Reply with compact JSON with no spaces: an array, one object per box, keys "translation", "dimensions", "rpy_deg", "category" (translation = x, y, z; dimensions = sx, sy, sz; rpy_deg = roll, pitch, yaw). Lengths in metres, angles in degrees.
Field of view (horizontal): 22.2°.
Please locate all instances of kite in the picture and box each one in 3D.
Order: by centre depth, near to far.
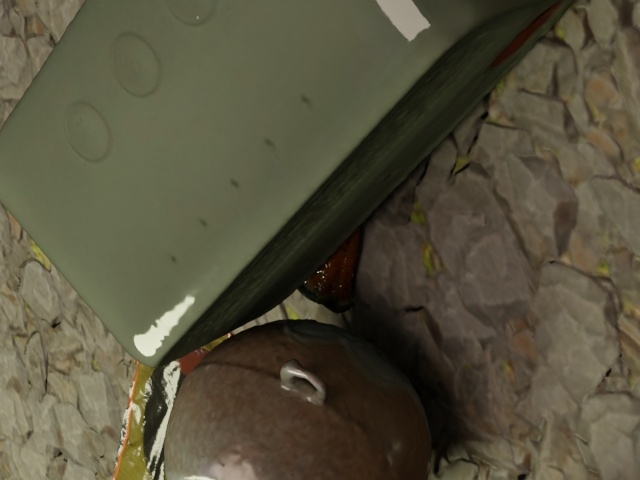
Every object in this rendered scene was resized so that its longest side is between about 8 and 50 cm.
[{"translation":[-0.061,0.228,1.334],"dimensions":[0.377,0.013,0.327],"rpy_deg":[-11,98,48],"category":"kite"}]

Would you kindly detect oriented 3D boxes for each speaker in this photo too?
[{"translation":[-0.033,-0.099,1.011],"dimensions":[0.184,0.183,0.406],"rpy_deg":[54,133,11],"category":"speaker"}]

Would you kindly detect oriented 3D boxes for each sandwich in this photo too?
[{"translation":[-0.002,-0.004,1.152],"dimensions":[0.069,0.026,0.101],"rpy_deg":[31,127,40],"category":"sandwich"}]

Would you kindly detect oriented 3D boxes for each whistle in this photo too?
[{"translation":[-0.017,0.174,1.167],"dimensions":[0.189,0.189,0.348],"rpy_deg":[48,152,25],"category":"whistle"}]
